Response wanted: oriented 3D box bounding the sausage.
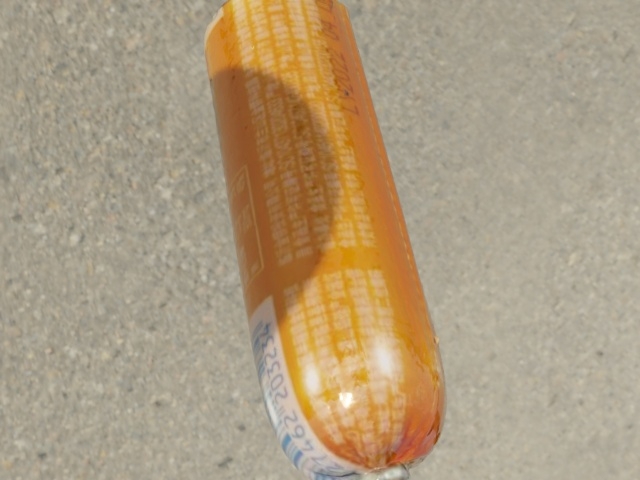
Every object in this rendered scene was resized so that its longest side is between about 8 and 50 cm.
[{"bbox_3d":[0.000,0.000,0.390,0.071,0.234,0.071,-8,147,-5],"label":"sausage"}]
